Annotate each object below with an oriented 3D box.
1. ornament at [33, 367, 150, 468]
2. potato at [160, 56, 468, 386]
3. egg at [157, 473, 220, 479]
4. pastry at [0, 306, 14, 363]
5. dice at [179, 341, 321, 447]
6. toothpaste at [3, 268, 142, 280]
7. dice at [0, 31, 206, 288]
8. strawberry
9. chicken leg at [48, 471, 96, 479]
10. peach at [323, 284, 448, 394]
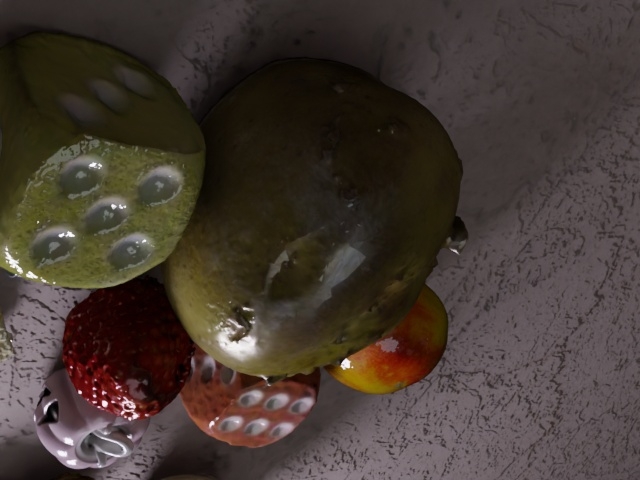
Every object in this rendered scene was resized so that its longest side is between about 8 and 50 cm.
[{"bbox_3d":[-0.354,0.276,1.737,0.177,0.177,0.177,-17,137,-17],"label":"ornament"},{"bbox_3d":[0.000,0.000,1.474,0.385,0.319,0.442,30,102,-21],"label":"potato"},{"bbox_3d":[-0.252,0.582,2.013,0.283,0.283,0.345,-2,138,-31],"label":"egg"},{"bbox_3d":[-0.498,0.097,1.533,0.121,0.089,0.258,-8,132,-9],"label":"pastry"},{"bbox_3d":[-0.118,0.224,1.816,0.175,0.179,0.174,14,126,-42],"label":"dice"},{"bbox_3d":[-0.338,0.031,1.594,0.234,0.057,0.089,4,130,-44],"label":"toothpaste"},{"bbox_3d":[-0.295,-0.094,1.350,0.233,0.238,0.226,7,125,-36],"label":"dice"},{"bbox_3d":[-0.266,0.166,1.579,0.205,0.244,0.205,-3,102,-13],"label":"strawberry"},{"bbox_3d":[-0.528,0.524,1.906,0.295,0.182,0.409,16,137,-31],"label":"chicken leg"},{"bbox_3d":[0.098,0.148,1.855,0.231,0.231,0.231,-17,137,-17],"label":"peach"}]
